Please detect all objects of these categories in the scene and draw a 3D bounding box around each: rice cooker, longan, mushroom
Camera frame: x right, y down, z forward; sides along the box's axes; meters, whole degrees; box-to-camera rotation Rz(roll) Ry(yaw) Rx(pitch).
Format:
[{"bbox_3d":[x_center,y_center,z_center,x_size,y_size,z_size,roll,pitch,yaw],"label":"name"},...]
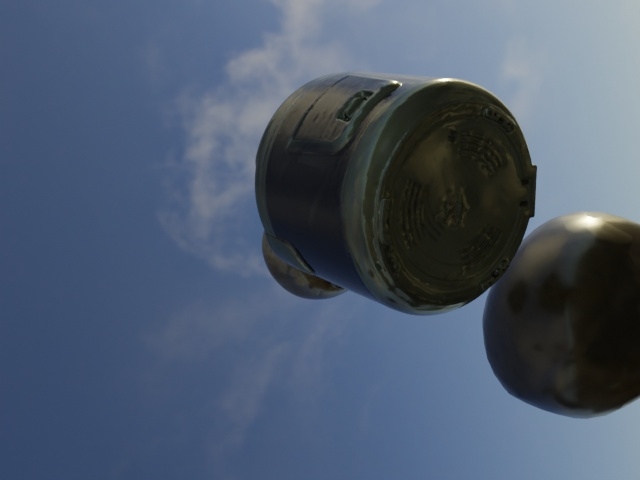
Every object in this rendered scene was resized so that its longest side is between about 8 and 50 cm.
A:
[{"bbox_3d":[0.091,-0.083,1.134,0.335,0.325,0.336,-9,-73,-32],"label":"rice cooker"},{"bbox_3d":[0.473,0.138,1.475,0.404,0.336,0.405,22,-90,-85],"label":"longan"},{"bbox_3d":[0.000,0.000,1.508,0.178,0.226,0.227,-139,35,-67],"label":"mushroom"}]
